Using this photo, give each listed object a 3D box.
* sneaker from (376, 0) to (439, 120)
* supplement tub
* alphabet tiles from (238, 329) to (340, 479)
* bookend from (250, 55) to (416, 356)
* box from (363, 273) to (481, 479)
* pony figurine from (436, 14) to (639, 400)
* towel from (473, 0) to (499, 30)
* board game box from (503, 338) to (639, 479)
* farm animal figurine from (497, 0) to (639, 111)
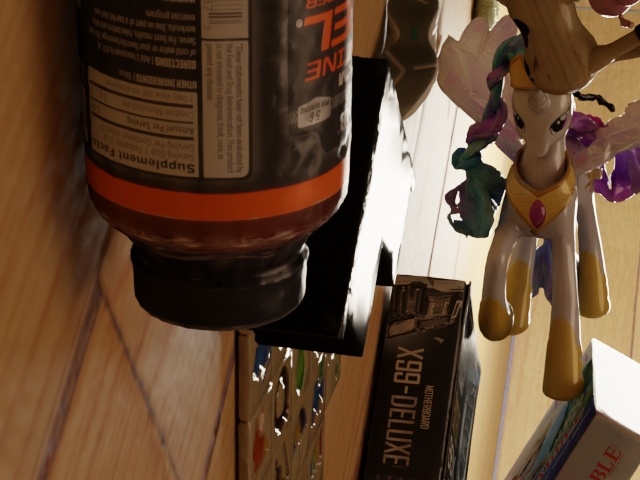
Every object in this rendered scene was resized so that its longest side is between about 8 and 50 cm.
[{"bbox_3d":[0.073,-0.141,1.347,0.061,0.054,0.152,89,11,-45],"label":"sneaker"},{"bbox_3d":[-0.039,-0.067,0.627,0.106,0.106,0.197,-64,158,-62],"label":"supplement tub"},{"bbox_3d":[-0.016,0.053,1.083,0.285,0.011,0.342,-61,155,-64],"label":"alphabet tiles"},{"bbox_3d":[0.000,0.000,0.910,0.157,0.072,0.156,67,31,-67],"label":"bookend"},{"bbox_3d":[0.103,0.196,1.620,0.307,0.077,0.242,71,26,-68],"label":"box"},{"bbox_3d":[0.246,-0.073,1.674,0.351,0.303,0.363,-52,145,-60],"label":"pony figurine"},{"bbox_3d":[0.219,-0.301,2.132,0.148,0.027,0.110,52,44,-75],"label":"towel"},{"bbox_3d":[0.224,0.278,1.679,0.318,0.066,0.318,-60,177,12],"label":"board game box"},{"bbox_3d":[0.160,-0.310,1.424,0.327,0.172,0.330,50,30,-50],"label":"farm animal figurine"}]
